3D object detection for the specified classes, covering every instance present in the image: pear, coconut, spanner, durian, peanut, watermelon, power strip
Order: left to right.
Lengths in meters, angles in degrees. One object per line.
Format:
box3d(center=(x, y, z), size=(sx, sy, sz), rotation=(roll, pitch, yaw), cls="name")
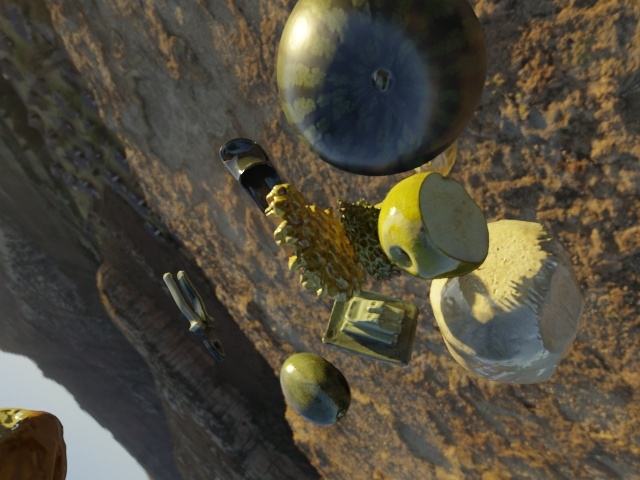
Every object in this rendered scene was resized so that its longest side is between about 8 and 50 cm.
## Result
box3d(center=(-0.383, 0.233, 1.528), size=(0.040, 0.095, 0.325), rotation=(-41, 73, 25), cls="spanner")
box3d(center=(0.127, 0.187, 1.165), size=(0.213, 0.198, 0.065), rotation=(12, 131, 8), cls="power strip")
box3d(center=(0.058, -0.166, 0.486), size=(0.212, 0.212, 0.212), rotation=(34, 152, 21), cls="watermelon")
box3d(center=(0.133, -0.020, 1.002), size=(0.166, 0.306, 0.172), rotation=(30, 115, 14), cls="durian")
box3d(center=(0.133, -0.011, 0.619), size=(0.141, 0.141, 0.104), rotation=(48, 144, -6), cls="pear")
box3d(center=(0.276, -0.309, 1.275), size=(0.152, 0.152, 0.314), rotation=(-2, 96, 56), cls="peanut")
box3d(center=(0.471, 0.153, 1.233), size=(0.344, 0.415, 0.416), rotation=(30, 151, 36), cls="coconut")

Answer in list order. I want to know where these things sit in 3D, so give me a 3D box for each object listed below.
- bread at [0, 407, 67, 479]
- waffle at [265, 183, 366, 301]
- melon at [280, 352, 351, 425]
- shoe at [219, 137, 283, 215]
box3d(center=(-0.443, 0.334, 0.565), size=(0.224, 0.279, 0.250), rotation=(14, 176, 6), cls="bread")
box3d(center=(-0.001, 0.001, 0.925), size=(0.056, 0.253, 0.249), rotation=(-32, 83, 25), cls="waffle")
box3d(center=(-0.007, 0.287, 0.948), size=(0.167, 0.114, 0.114), rotation=(33, 152, 34), cls="melon")
box3d(center=(-0.159, -0.167, 1.241), size=(0.241, 0.108, 0.093), rotation=(54, 174, 3), cls="shoe")
